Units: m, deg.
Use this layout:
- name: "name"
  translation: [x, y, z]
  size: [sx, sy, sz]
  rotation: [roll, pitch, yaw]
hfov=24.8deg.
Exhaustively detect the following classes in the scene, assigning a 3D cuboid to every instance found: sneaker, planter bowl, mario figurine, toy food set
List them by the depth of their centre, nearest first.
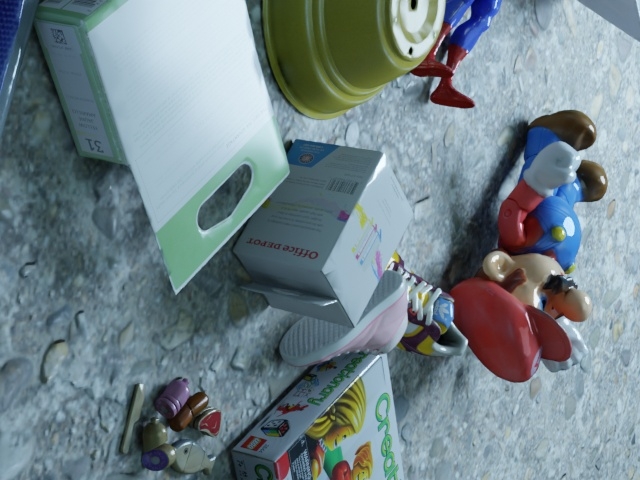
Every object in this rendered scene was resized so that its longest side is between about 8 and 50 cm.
- name: "toy food set"
  translation: [-0.111, 0.150, 1.172]
  size: [0.122, 0.019, 0.078]
  rotation: [21, 81, -58]
- name: "planter bowl"
  translation: [0.047, -0.208, 1.255]
  size: [0.217, 0.090, 0.217]
  rotation: [-21, 116, -54]
- name: "sneaker"
  translation: [0.027, 0.089, 1.317]
  size: [0.134, 0.051, 0.070]
  rotation: [-33, 135, -21]
- name: "sneaker"
  translation: [0.084, 0.052, 1.392]
  size: [0.185, 0.084, 0.070]
  rotation: [51, 57, -51]
- name: "mario figurine"
  translation: [0.260, 0.017, 1.572]
  size: [0.198, 0.170, 0.321]
  rotation: [36, 55, -18]

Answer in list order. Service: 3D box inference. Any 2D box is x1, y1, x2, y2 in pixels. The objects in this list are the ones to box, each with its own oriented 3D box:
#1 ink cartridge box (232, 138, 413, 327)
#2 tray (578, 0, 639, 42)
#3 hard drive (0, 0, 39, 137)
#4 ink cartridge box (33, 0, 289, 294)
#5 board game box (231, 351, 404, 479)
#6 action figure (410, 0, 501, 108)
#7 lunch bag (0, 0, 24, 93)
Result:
- name: "ink cartridge box"
  translation: [0.000, 0.000, 1.238]
  size: [0.143, 0.092, 0.090]
  rotation: [-61, 144, -25]
- name: "tray"
  translation: [0.291, -0.344, 1.556]
  size: [0.030, 0.145, 0.270]
  rotation: [-35, 134, -9]
- name: "hard drive"
  translation: [-0.229, -0.107, 0.910]
  size: [0.094, 0.022, 0.135]
  rotation: [24, 78, -57]
- name: "ink cartridge box"
  translation: [-0.108, -0.104, 1.072]
  size: [0.171, 0.056, 0.235]
  rotation: [-49, 140, -39]
- name: "board game box"
  translation: [0.012, 0.271, 1.370]
  size: [0.193, 0.053, 0.305]
  rotation: [-42, 132, -46]
- name: "action figure"
  translation: [0.201, -0.267, 1.445]
  size: [0.091, 0.139, 0.280]
  rotation: [47, 57, -53]
- name: "lunch bag"
  translation: [-0.301, -0.060, 0.523]
  size: [0.239, 0.327, 0.386]
  rotation: [21, 83, -53]
